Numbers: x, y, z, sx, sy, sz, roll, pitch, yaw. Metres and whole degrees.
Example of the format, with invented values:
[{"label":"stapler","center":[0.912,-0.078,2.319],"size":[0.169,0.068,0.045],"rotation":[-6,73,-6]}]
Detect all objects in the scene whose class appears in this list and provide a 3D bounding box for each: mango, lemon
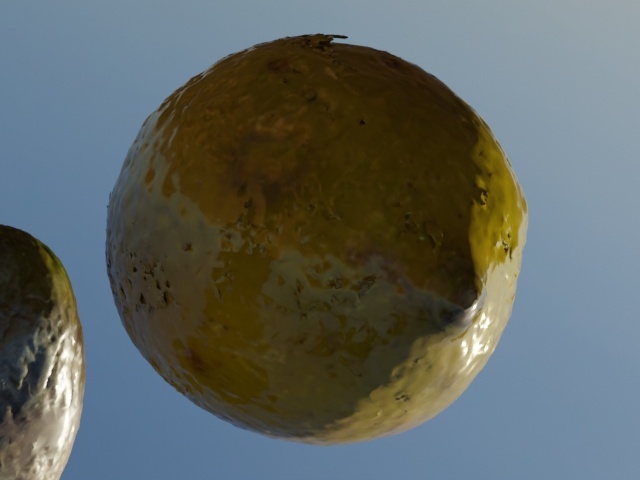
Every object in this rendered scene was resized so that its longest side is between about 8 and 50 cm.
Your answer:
[{"label":"mango","center":[-0.241,0.113,0.955],"size":[0.193,0.316,0.146],"rotation":[40,-167,-35]},{"label":"lemon","center":[0.000,0.000,1.172],"size":[0.258,0.258,0.310],"rotation":[10,-174,-29]}]
